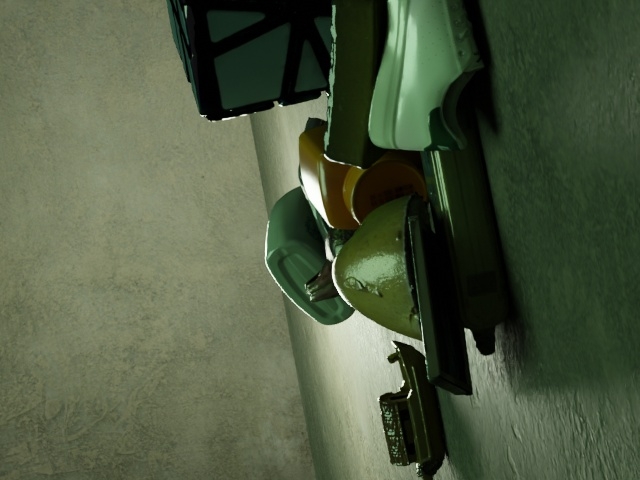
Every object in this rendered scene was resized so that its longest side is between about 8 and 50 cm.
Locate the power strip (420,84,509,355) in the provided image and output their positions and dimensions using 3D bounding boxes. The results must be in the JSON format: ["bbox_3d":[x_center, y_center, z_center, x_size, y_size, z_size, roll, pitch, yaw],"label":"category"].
[{"bbox_3d":[0.151,-0.057,1.515,0.092,0.066,0.387,-155,52,-83],"label":"power strip"}]

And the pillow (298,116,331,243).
[{"bbox_3d":[0.035,-0.051,2.217,0.161,0.092,0.335,54,-165,-60],"label":"pillow"}]

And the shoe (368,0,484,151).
[{"bbox_3d":[0.128,-0.218,1.402,0.095,0.110,0.265,-21,-56,-65],"label":"shoe"}]

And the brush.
[{"bbox_3d":[0.049,-0.187,1.464,0.123,0.059,0.197,-42,-42,-63],"label":"brush"}]

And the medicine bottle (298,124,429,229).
[{"bbox_3d":[0.064,-0.086,1.763,0.222,0.149,0.112,-124,23,-68],"label":"medicine bottle"}]

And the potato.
[{"bbox_3d":[0.074,0.035,1.594,0.202,0.117,0.182,-39,-55,-74],"label":"potato"}]

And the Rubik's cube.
[{"bbox_3d":[-0.066,-0.362,1.795,0.283,0.288,0.293,-116,14,-56],"label":"Rubik's cube"}]

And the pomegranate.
[{"bbox_3d":[0.052,0.029,2.025,0.138,0.163,0.125,57,-159,-32],"label":"pomegranate"}]

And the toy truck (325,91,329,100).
[{"bbox_3d":[0.052,-0.182,2.011,0.079,0.065,0.147,94,162,-72],"label":"toy truck"}]

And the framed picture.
[{"bbox_3d":[0.140,0.084,1.571,0.260,0.023,0.189,35,-133,-72],"label":"framed picture"}]

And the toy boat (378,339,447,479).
[{"bbox_3d":[0.135,0.262,2.030,0.068,0.088,0.226,-134,32,-77],"label":"toy boat"}]

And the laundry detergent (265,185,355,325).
[{"bbox_3d":[0.000,0.000,2.342,0.215,0.105,0.280,49,-155,-22],"label":"laundry detergent"}]
